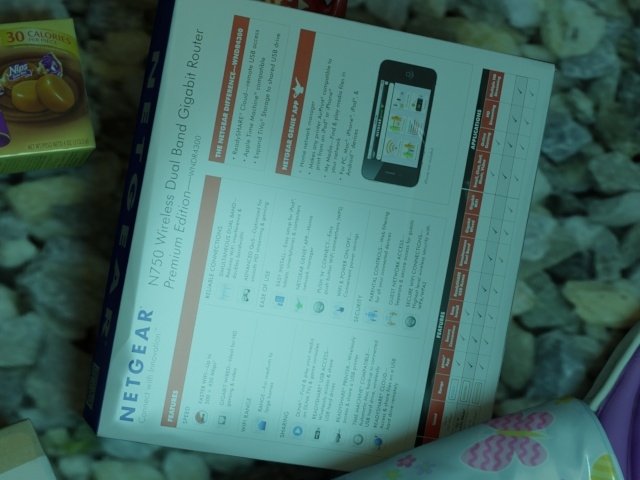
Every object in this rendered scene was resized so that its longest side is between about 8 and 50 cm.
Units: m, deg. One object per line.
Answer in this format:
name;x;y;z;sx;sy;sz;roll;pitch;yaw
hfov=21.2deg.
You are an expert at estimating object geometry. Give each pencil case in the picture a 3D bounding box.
pencil case;0.086;0.205;1.225;0.273;0.114;0.124;-20;38;-9

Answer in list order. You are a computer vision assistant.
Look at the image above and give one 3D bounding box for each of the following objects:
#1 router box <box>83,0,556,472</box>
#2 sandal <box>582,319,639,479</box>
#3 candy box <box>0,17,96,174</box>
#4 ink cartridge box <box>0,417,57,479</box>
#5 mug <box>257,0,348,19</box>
router box;0.000;0.000;1.293;0.301;0.082;0.336;11;91;-15
sandal;0.247;0.212;1.332;0.169;0.102;0.416;28;59;-9
candy box;-0.274;-0.105;1.301;0.186;0.053;0.109;-7;79;-21
ink cartridge box;-0.248;0.268;1.192;0.193;0.088;0.235;-23;83;-21
mug;-0.043;-0.204;1.356;0.113;0.150;0.169;-25;89;-42
